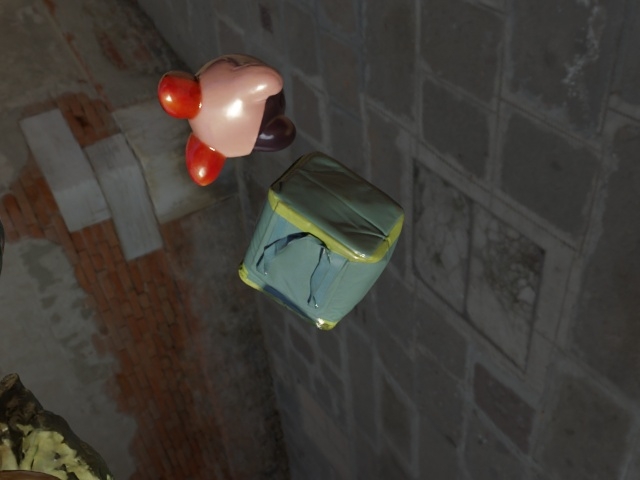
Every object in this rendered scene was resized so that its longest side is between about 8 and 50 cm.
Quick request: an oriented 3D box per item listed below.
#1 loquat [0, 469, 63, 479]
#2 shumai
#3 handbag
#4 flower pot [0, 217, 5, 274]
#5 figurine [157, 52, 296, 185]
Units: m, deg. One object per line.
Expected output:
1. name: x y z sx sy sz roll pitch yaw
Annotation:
1. loquat: -0.363 0.390 0.733 0.263 0.263 0.263 48 152 36
2. shumai: -0.492 0.415 1.191 0.304 0.263 0.309 -87 15 -51
3. handbag: 0.000 0.000 1.271 0.263 0.222 0.241 33 136 2
4. flower pot: -0.326 -0.018 0.457 0.243 0.157 0.189 46 173 28
5. figurine: -0.202 -0.303 1.471 0.211 0.261 0.270 -106 -2 -50
